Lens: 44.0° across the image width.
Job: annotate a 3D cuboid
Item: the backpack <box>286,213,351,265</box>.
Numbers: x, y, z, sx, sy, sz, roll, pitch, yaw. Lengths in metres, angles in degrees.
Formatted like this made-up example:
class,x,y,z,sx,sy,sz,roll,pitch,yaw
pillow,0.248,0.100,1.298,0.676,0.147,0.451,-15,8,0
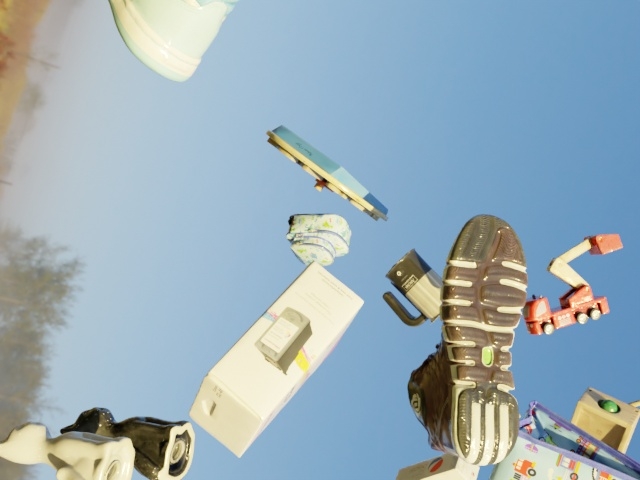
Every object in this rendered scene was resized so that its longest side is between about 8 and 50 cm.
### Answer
class,x,y,z,sx,sy,sz,roll,pitch,yaw
backpack,0.000,0.000,1.560,0.114,0.105,0.084,-5,-123,21

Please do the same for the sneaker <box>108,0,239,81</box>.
class,x,y,z,sx,sy,sz,roll,pitch,yaw
sneaker,-0.175,-0.363,0.960,0.208,0.127,0.319,-42,-119,21

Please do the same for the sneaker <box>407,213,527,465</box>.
class,x,y,z,sx,sy,sz,roll,pitch,yaw
sneaker,0.154,0.116,0.932,0.162,0.106,0.282,149,-48,-65

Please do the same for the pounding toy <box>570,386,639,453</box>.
class,x,y,z,sx,sy,sz,roll,pitch,yaw
pounding toy,0.581,0.360,1.584,0.130,0.100,0.141,23,-62,27

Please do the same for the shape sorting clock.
class,x,y,z,sx,sy,sz,roll,pitch,yaw
shape sorting clock,0.008,-0.087,1.091,0.040,0.206,0.206,-51,-152,1

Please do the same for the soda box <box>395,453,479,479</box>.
class,x,y,z,sx,sy,sz,roll,pitch,yaw
soda box,0.282,0.587,1.954,0.216,0.074,0.069,-33,-165,39

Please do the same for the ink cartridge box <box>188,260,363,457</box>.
class,x,y,z,sx,sy,sz,roll,pitch,yaw
ink cartridge box,-0.079,0.216,1.439,0.306,0.131,0.226,-47,171,-34

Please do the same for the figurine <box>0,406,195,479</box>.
class,x,y,z,sx,sy,sz,roll,pitch,yaw
figurine,-0.327,0.294,1.129,0.209,0.214,0.093,7,-89,28

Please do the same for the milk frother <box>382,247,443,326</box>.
class,x,y,z,sx,sy,sz,roll,pitch,yaw
milk frother,0.211,0.092,1.615,0.135,0.143,0.129,47,-46,10

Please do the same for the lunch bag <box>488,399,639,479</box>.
class,x,y,z,sx,sy,sz,roll,pitch,yaw
lunch bag,0.419,0.434,1.264,0.293,0.138,0.221,25,-69,25

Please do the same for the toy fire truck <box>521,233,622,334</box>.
class,x,y,z,sx,sy,sz,roll,pitch,yaw
toy fire truck,0.423,0.072,1.335,0.047,0.191,0.135,169,-94,-81
